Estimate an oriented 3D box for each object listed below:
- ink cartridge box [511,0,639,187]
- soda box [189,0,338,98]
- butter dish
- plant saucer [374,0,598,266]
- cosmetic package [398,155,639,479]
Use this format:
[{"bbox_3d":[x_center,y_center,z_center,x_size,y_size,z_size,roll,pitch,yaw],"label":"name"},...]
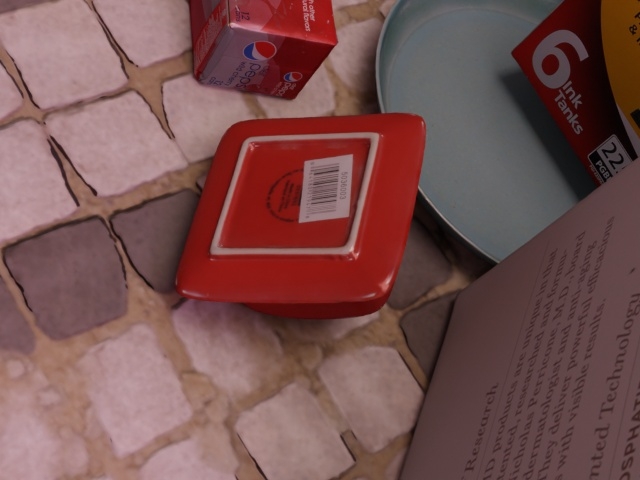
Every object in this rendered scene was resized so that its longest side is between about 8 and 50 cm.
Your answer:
[{"bbox_3d":[0.338,-0.107,0.996,0.130,0.272,0.309,-23,77,-35],"label":"ink cartridge box"},{"bbox_3d":[-0.054,-0.248,1.032,0.092,0.083,0.263,7,62,-24],"label":"soda box"},{"bbox_3d":[0.000,0.000,0.916,0.160,0.118,0.160,-1,54,21],"label":"butter dish"},{"bbox_3d":[0.179,-0.094,1.100,0.318,0.044,0.317,13,59,-23],"label":"plant saucer"},{"bbox_3d":[0.275,0.157,0.797,0.329,0.393,0.327,30,54,-11],"label":"cosmetic package"}]
